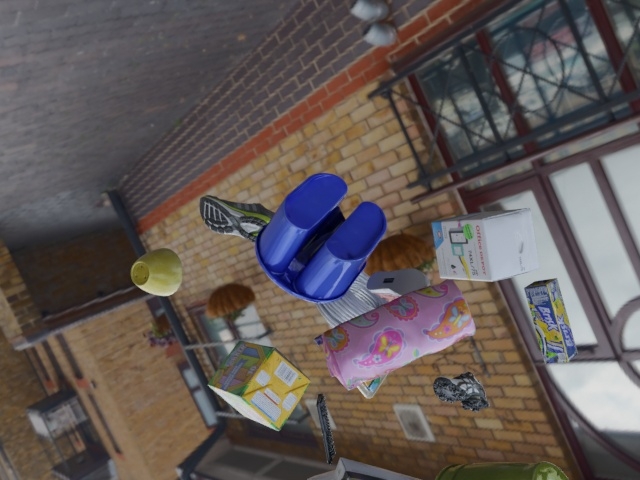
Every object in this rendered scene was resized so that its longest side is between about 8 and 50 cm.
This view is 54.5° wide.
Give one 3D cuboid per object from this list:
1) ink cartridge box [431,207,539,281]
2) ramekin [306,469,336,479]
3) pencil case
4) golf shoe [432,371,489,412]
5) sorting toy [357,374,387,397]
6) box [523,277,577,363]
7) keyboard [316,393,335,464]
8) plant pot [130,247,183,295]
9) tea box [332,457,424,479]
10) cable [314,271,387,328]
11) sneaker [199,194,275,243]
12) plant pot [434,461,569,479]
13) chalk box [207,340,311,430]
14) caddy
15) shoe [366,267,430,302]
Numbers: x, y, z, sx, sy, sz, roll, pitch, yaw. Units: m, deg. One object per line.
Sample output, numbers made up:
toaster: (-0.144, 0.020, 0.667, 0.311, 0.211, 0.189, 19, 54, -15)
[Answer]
ink cartridge box: (0.526, 0.013, 1.999, 0.197, 0.198, 0.270, -11, -177, -24)
ramekin: (0.047, 0.761, 1.685, 0.135, 0.277, 0.277, -20, -175, 22)
pencil case: (0.141, 0.175, 1.152, 0.284, 0.124, 0.124, -24, -176, -4)
golf shoe: (0.369, 0.389, 1.665, 0.077, 0.198, 0.093, -31, -139, 36)
sorting toy: (0.190, 0.423, 2.075, 0.038, 0.208, 0.193, 27, -107, 33)
box: (0.484, 0.169, 1.306, 0.054, 0.168, 0.059, -14, -178, 43)
keyboard: (0.017, 0.527, 1.760, 0.023, 0.180, 0.108, -10, -177, 4)
plant pot: (-0.457, 0.088, 1.689, 0.134, 0.134, 0.095, -23, 169, 26)
tea box: (0.188, 0.682, 1.374, 0.329, 0.219, 0.323, 18, -179, -9)
cable: (0.091, 0.156, 1.571, 0.089, 0.257, 0.257, -52, -157, 20)
sneaker: (-0.250, -0.075, 1.958, 0.300, 0.111, 0.121, 22, -150, 20)
plant pot: (0.598, 0.851, 1.945, 0.353, 0.366, 0.366, -38, 174, 42)
chalk box: (-0.152, 0.319, 1.401, 0.213, 0.132, 0.132, -6, -137, 56)
caddy: (0.000, 0.000, 1.428, 0.179, 0.241, 0.341, -55, 175, 36)
shoe: (0.178, 0.104, 1.285, 0.178, 0.081, 0.063, -3, -125, 57)
